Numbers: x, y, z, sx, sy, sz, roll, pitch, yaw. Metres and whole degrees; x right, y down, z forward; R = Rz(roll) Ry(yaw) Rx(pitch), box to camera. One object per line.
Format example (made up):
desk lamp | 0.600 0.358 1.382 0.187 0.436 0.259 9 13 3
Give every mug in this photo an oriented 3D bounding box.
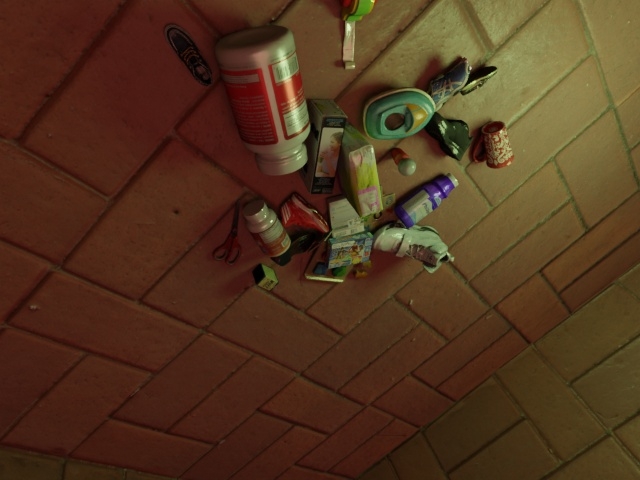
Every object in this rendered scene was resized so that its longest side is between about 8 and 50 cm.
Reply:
mug | 0.712 -0.388 1.830 0.150 0.113 0.169 -31 127 -1

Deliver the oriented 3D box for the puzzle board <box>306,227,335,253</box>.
puzzle board | 0.000 0.000 1.814 0.011 0.096 0.128 46 134 -8

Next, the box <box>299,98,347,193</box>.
box | 0.002 -0.326 1.545 0.087 0.169 0.289 -2 127 -19

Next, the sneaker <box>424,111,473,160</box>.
sneaker | 0.502 -0.428 1.724 0.130 0.109 0.286 -52 140 8

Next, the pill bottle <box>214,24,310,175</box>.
pill bottle | -0.159 -0.417 1.367 0.229 0.229 0.407 -19 130 -9

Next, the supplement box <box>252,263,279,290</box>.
supplement box | -0.231 0.155 1.862 0.056 0.083 0.083 -46 130 15

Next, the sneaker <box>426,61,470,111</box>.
sneaker | 0.445 -0.553 1.591 0.081 0.080 0.211 24 131 -26

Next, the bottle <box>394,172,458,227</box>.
bottle | 0.453 -0.175 1.889 0.283 0.092 0.118 -37 141 5

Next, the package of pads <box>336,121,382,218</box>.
package of pads | 0.126 -0.250 1.611 0.101 0.229 0.296 -21 130 -7

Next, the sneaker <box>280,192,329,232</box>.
sneaker | -0.074 -0.084 1.764 0.128 0.087 0.221 -36 119 17

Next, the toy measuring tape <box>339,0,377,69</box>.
toy measuring tape | 0.111 -0.682 1.355 0.122 0.121 0.329 -10 128 -16

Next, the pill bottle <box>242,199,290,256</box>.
pill bottle | -0.208 -0.047 1.695 0.121 0.121 0.216 -28 130 -1

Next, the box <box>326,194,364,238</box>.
box | 0.105 -0.103 1.823 0.145 0.038 0.186 -16 130 -11

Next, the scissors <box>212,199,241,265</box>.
scissors | -0.329 -0.025 1.732 0.109 0.021 0.297 16 117 -28

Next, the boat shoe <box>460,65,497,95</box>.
boat shoe | 0.589 -0.597 1.660 0.152 0.056 0.049 -26 136 10

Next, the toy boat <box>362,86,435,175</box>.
toy boat | 0.297 -0.394 1.616 0.268 0.148 0.318 -16 132 -2

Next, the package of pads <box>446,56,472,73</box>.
package of pads | 0.508 -0.619 1.619 0.083 0.032 0.050 -44 126 12

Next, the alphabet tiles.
alphabet tiles | 0.195 -0.071 1.918 0.286 0.011 0.342 -18 130 -10

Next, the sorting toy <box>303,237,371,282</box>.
sorting toy | 0.103 0.103 1.977 0.308 0.041 0.228 9 126 -26

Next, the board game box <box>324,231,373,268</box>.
board game box | 0.122 0.042 1.890 0.202 0.035 0.136 -8 127 -23

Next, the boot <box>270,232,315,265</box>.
boot | -0.125 0.015 1.818 0.219 0.106 0.082 -35 133 -33

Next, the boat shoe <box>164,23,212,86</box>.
boat shoe | -0.375 -0.535 1.283 0.065 0.083 0.183 -36 130 6

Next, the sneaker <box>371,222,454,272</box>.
sneaker | 0.410 0.031 1.941 0.366 0.210 0.137 -1 125 -27
